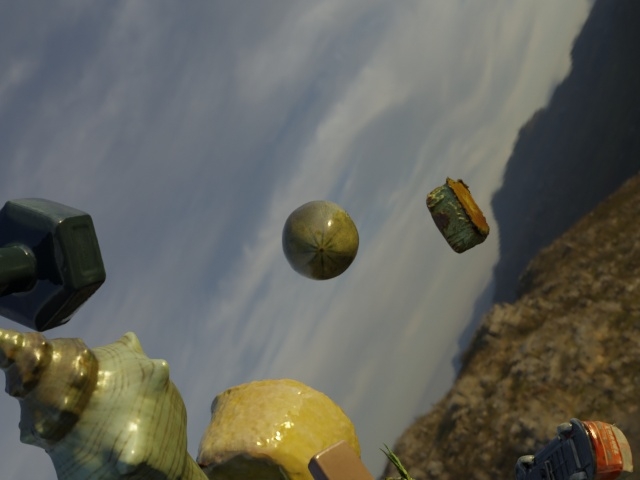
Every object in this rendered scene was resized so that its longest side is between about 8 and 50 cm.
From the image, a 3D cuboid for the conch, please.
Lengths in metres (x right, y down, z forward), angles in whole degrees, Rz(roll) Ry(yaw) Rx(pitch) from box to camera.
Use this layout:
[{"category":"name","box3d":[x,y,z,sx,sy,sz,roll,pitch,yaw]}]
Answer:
[{"category":"conch","box3d":[-0.150,0.144,0.651,0.114,0.234,0.137,-42,2,40]}]

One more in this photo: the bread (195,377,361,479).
[{"category":"bread","box3d":[-0.054,0.253,0.994,0.170,0.197,0.197,-56,-12,-57]}]

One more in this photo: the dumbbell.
[{"category":"dumbbell","box3d":[-0.375,0.041,0.932,0.160,0.144,0.325,-46,-12,21]}]

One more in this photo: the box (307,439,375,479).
[{"category":"box","box3d":[0.036,0.247,0.841,0.048,0.115,0.025,-20,-28,-40]}]

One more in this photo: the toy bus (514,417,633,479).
[{"category":"toy bus","box3d":[0.296,0.269,1.036,0.174,0.077,0.079,116,153,-51]}]

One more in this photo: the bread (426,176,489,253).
[{"category":"bread","box3d":[0.264,-0.050,1.695,0.069,0.140,0.128,-34,-8,24]}]

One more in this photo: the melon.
[{"category":"melon","box3d":[0.000,0.000,1.090,0.098,0.098,0.130,-64,11,6]}]

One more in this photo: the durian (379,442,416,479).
[{"category":"durian","box3d":[0.185,0.372,0.981,0.157,0.355,0.169,124,172,-82]}]
